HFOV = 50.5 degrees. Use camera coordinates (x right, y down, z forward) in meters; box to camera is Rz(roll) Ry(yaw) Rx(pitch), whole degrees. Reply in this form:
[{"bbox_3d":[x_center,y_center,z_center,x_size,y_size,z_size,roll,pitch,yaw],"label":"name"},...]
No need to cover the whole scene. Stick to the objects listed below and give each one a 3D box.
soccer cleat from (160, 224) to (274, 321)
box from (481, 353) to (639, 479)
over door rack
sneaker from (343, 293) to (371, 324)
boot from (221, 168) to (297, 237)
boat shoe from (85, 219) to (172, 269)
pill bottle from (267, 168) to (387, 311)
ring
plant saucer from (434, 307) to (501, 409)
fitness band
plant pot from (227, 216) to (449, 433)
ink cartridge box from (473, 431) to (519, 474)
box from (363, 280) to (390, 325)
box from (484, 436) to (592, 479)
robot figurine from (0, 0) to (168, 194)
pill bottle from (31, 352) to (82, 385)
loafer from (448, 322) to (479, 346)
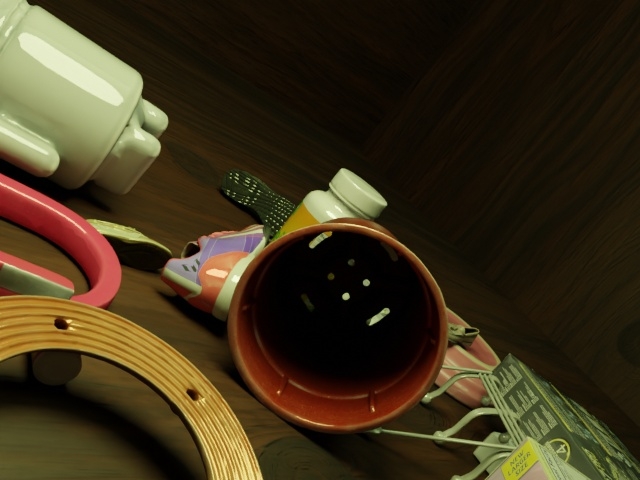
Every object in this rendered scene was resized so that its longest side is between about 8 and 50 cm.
[{"bbox_3d":[-0.149,0.024,1.046,0.116,0.108,0.318,25,15,-4],"label":"soccer cleat"},{"bbox_3d":[0.490,0.407,1.212,0.318,0.097,0.395,37,13,-21],"label":"box"},{"bbox_3d":[0.173,0.273,1.099,0.324,0.108,0.239,20,18,-12],"label":"over door rack"},{"bbox_3d":[0.047,0.093,1.214,0.080,0.094,0.212,16,1,-12],"label":"sneaker"},{"bbox_3d":[-0.104,-0.078,1.514,0.246,0.083,0.161,41,9,2],"label":"boot"},{"bbox_3d":[-0.263,0.002,0.923,0.135,0.050,0.045,25,26,-44],"label":"boat shoe"},{"bbox_3d":[0.000,0.000,1.180,0.136,0.245,0.136,36,14,-11],"label":"pill bottle"},{"bbox_3d":[-0.183,0.180,0.528,0.337,0.032,0.336,34,26,-19],"label":"ring"},{"bbox_3d":[0.282,0.231,1.503,0.332,0.084,0.332,37,14,-11],"label":"plant saucer"},{"bbox_3d":[-0.352,-0.007,0.741,0.291,0.054,0.209,31,13,-31],"label":"fitness band"},{"bbox_3d":[0.033,0.087,0.959,0.272,0.272,0.265,38,12,-2],"label":"plant pot"},{"bbox_3d":[0.409,0.469,1.124,0.165,0.065,0.332,26,17,-44],"label":"ink cartridge box"},{"bbox_3d":[0.114,0.110,1.393,0.186,0.038,0.145,-18,53,-39],"label":"box"},{"bbox_3d":[0.255,0.375,0.726,0.243,0.213,0.117,36,14,-11],"label":"box"},{"bbox_3d":[-0.391,-0.205,0.938,0.353,0.200,0.300,33,30,-25],"label":"robot figurine"},{"bbox_3d":[-0.257,0.097,0.657,0.043,0.043,0.083,27,18,-38],"label":"pill bottle"},{"bbox_3d":[0.284,0.186,1.392,0.125,0.039,0.045,22,23,-49],"label":"loafer"}]
